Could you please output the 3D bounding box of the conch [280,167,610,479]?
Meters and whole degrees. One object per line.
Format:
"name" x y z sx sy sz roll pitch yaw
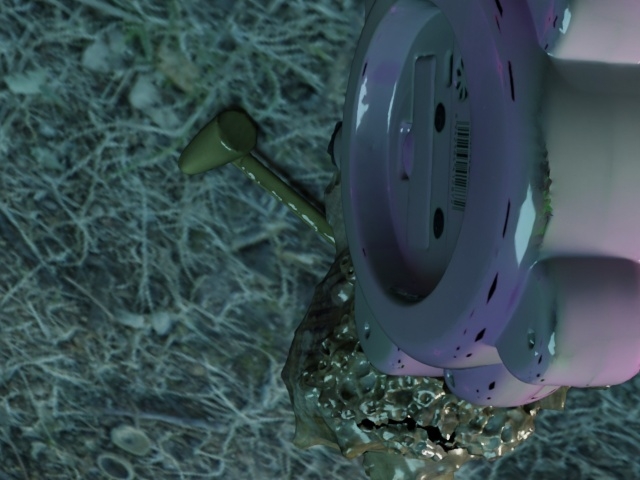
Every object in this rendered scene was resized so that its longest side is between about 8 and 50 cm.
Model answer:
"conch" 0.068 0.043 1.057 0.178 0.163 0.245 -11 110 -16

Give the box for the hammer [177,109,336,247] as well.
"hammer" 0.000 0.000 1.123 0.195 0.028 0.060 40 140 -11

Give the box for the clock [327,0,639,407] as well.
"clock" 0.080 -0.039 0.856 0.090 0.248 0.227 1 93 -16
